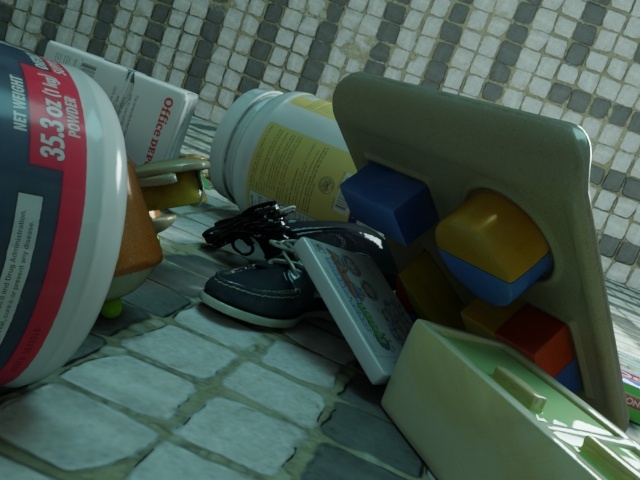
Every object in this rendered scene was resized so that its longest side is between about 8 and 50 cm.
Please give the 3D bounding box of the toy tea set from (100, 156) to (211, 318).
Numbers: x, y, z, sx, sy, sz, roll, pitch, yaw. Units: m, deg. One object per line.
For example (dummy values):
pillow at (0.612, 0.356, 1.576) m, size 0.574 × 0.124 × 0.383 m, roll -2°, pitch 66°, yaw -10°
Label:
toy tea set at (-0.204, -0.005, 0.653) m, size 0.200 × 0.124 × 0.336 m, roll -7°, pitch 6°, yaw 16°

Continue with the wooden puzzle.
wooden puzzle at (0.136, 0.025, 0.683) m, size 0.080 × 0.348 × 0.322 m, roll -33°, pitch 35°, yaw -18°

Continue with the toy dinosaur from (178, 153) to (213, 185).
toy dinosaur at (-0.260, -0.155, 1.370) m, size 0.112 × 0.064 × 0.211 m, roll 13°, pitch 12°, yaw -33°

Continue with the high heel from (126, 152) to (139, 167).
high heel at (-0.303, -0.139, 1.031) m, size 0.244 × 0.117 × 0.082 m, roll 24°, pitch 10°, yaw 21°

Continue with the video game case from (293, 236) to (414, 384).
video game case at (0.051, 0.071, 0.675) m, size 0.143 × 0.019 × 0.157 m, roll 17°, pitch 36°, yaw -56°

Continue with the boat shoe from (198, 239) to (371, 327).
boat shoe at (-0.022, 0.044, 0.739) m, size 0.095 × 0.079 × 0.254 m, roll 33°, pitch 16°, yaw 37°

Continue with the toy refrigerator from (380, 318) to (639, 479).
toy refrigerator at (0.152, 0.151, 0.480) m, size 0.102 × 0.094 × 0.269 m, roll 17°, pitch 11°, yaw -22°

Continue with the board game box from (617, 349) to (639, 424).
board game box at (0.422, 0.196, 0.930) m, size 0.317 × 0.046 × 0.213 m, roll 23°, pitch 9°, yaw 12°

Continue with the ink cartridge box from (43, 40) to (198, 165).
ink cartridge box at (-0.344, -0.203, 1.134) m, size 0.237 × 0.172 × 0.100 m, roll 21°, pitch 10°, yaw -1°

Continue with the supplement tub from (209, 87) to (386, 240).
supplement tub at (0.008, -0.103, 1.122) m, size 0.331 × 0.241 × 0.241 m, roll 26°, pitch 11°, yaw 25°

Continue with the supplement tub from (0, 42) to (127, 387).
supplement tub at (-0.252, -0.027, 0.325) m, size 0.272 × 0.191 × 0.191 m, roll 12°, pitch 13°, yaw -43°

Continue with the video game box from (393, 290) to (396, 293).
video game box at (0.207, 0.012, 1.016) m, size 0.187 × 0.205 × 0.048 m, roll 20°, pitch 9°, yaw -10°

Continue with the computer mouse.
computer mouse at (0.000, 0.000, 0.902) m, size 0.272 × 0.072 × 0.188 m, roll 20°, pitch -17°, yaw -29°
